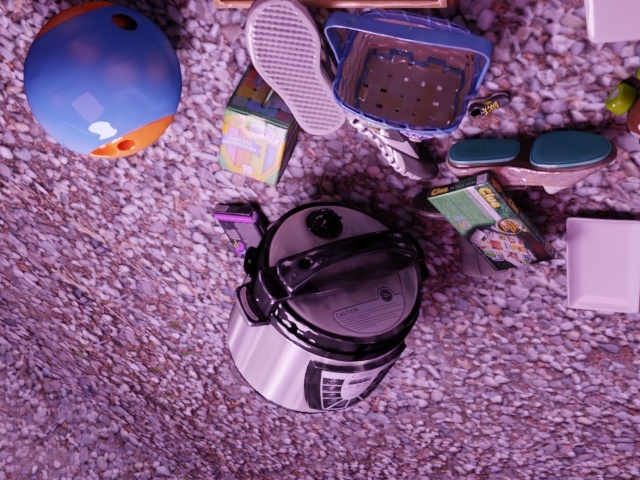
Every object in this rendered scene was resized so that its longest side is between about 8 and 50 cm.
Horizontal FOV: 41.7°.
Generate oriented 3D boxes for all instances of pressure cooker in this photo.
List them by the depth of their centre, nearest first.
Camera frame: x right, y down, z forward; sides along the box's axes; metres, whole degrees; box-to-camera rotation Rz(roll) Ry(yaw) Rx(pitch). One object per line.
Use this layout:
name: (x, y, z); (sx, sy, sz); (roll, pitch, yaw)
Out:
pressure cooker: (0.007, 0.127, 1.760); (0.375, 0.370, 0.420); (26, 139, -1)

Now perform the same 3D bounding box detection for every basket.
basket: (0.147, -0.278, 1.370); (0.254, 0.201, 0.289); (14, 167, 11)

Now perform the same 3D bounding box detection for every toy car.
toy car: (0.554, -0.178, 1.345); (0.155, 0.188, 0.149); (30, 139, -8)

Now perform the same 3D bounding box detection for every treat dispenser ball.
treat dispenser ball: (-0.404, -0.297, 1.573); (0.288, 0.288, 0.288); (13, 139, 11)

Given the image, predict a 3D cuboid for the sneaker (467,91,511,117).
sneaker: (0.303, -0.239, 1.510); (0.083, 0.035, 0.031); (-12, 130, 34)

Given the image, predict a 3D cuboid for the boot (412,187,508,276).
boot: (0.294, -0.013, 1.747); (0.189, 0.076, 0.209); (6, 144, 20)

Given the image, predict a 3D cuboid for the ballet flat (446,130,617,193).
ballet flat: (0.389, -0.137, 1.542); (0.315, 0.108, 0.106); (5, 142, 34)

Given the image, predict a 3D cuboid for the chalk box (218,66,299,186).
chalk box: (-0.110, -0.236, 1.629); (0.132, 0.132, 0.213); (19, 139, 3)

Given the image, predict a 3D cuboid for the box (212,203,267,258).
box: (-0.171, -0.015, 1.966); (0.116, 0.029, 0.162); (7, 138, 35)

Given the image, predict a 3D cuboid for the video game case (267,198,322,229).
video game case: (0.000, 0.000, 1.925); (0.173, 0.022, 0.190); (-25, 122, 41)

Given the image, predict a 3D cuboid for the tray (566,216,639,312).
tray: (0.576, 0.046, 1.706); (0.145, 0.030, 0.270); (4, 137, 21)

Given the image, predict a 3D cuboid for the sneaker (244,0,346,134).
sneaker: (-0.048, -0.326, 1.462); (0.126, 0.128, 0.321); (-16, 145, 9)

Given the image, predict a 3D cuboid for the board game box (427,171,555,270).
board game box: (0.333, -0.030, 1.626); (0.136, 0.030, 0.259); (-12, 138, 41)

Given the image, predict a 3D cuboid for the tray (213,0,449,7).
tray: (0.001, -0.482, 1.353); (0.410, 0.076, 0.203); (5, 137, 18)

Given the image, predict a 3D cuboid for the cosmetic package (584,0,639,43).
cosmetic package: (0.503, -0.460, 0.947); (0.393, 0.329, 0.327); (0, 136, 24)

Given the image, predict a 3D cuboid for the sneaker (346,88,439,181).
sneaker: (0.154, -0.202, 1.587); (0.234, 0.078, 0.106); (41, 139, -18)
